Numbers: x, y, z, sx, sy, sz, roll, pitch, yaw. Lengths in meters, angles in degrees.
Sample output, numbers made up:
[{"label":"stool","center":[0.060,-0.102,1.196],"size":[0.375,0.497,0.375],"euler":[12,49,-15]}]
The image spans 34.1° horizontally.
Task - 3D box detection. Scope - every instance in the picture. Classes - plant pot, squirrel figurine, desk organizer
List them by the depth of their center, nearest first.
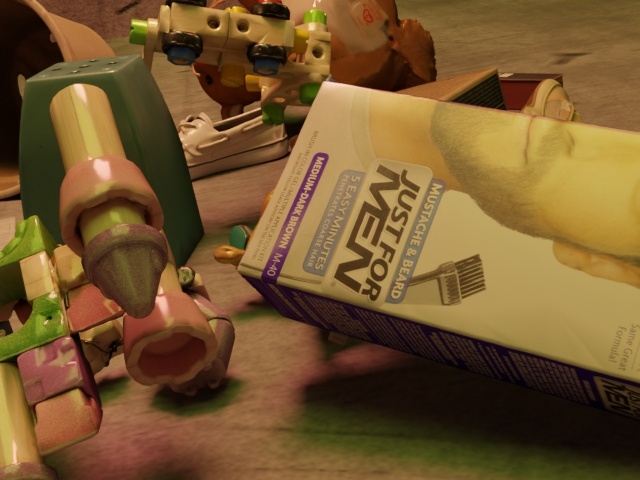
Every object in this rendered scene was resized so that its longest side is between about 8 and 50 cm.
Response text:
[{"label":"plant pot","center":[-0.248,-0.084,1.193],"size":[0.165,0.234,0.166],"euler":[-5,20,8]},{"label":"plant pot","center":[-0.477,-0.248,1.685],"size":[0.333,0.334,0.305],"euler":[-3,9,14]},{"label":"desk organizer","center":[0.326,-0.241,1.689],"size":[0.130,0.050,0.047],"euler":[9,25,39]},{"label":"squirrel figurine","center":[-0.023,-0.294,1.731],"size":[0.397,0.281,0.370],"euler":[16,-21,-38]}]

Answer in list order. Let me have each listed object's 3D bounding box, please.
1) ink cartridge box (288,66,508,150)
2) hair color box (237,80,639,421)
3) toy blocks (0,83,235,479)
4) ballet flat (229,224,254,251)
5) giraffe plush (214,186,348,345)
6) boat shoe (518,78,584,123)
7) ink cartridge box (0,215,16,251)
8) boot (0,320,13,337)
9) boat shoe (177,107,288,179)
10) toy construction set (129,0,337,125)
[{"label":"ink cartridge box","center":[0.108,-0.145,1.383],"size":[0.234,0.088,0.193],"euler":[-10,14,35]},{"label":"hair color box","center":[0.127,0.001,0.798],"size":[0.339,0.110,0.185],"euler":[14,70,26]},{"label":"toy blocks","center":[-0.205,0.107,0.746],"size":[0.288,0.309,0.260],"euler":[-22,54,-4]},{"label":"ballet flat","center":[-0.072,0.014,1.158],"size":[0.041,0.041,0.114],"euler":[-12,20,-13]},{"label":"giraffe plush","center":[0.000,0.000,1.027],"size":[0.170,0.181,0.210],"euler":[0,53,51]},{"label":"boat shoe","center":[0.291,-0.130,1.341],"size":[0.098,0.109,0.302],"euler":[34,24,7]},{"label":"ink cartridge box","center":[-0.442,0.036,1.217],"size":[0.189,0.066,0.232],"euler":[-12,11,-13]},{"label":"boot","center":[-0.365,0.105,0.926],"size":[0.190,0.086,0.069],"euler":[-21,23,-33]},{"label":"boat shoe","center":[-0.175,-0.146,1.557],"size":[0.267,0.088,0.096],"euler":[-13,20,-16]},{"label":"toy construction set","center":[-0.122,-0.220,1.308],"size":[0.327,0.151,0.215],"euler":[-9,-8,-16]}]
